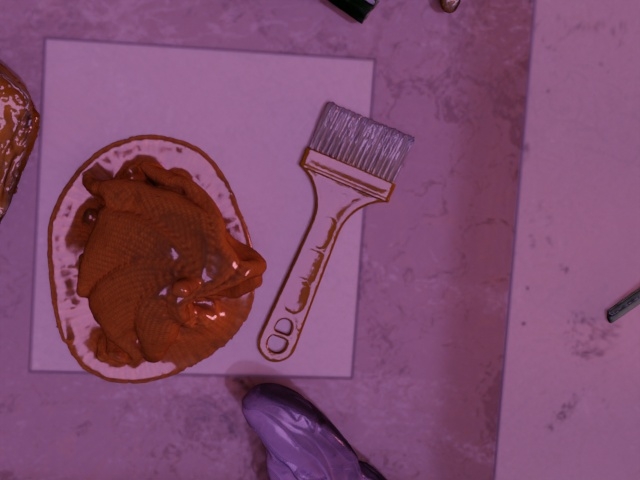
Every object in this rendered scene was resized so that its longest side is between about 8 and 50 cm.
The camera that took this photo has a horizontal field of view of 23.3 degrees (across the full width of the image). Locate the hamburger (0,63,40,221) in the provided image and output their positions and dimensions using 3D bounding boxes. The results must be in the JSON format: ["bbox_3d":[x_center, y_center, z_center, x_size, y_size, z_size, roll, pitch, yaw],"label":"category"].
[{"bbox_3d":[-0.372,-0.091,1.458,0.213,0.108,0.214,-2,100,-12],"label":"hamburger"}]

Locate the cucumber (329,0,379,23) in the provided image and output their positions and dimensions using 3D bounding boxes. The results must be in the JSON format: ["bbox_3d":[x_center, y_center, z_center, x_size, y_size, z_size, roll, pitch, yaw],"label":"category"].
[{"bbox_3d":[0.015,-0.260,1.548,0.105,0.048,0.048,31,91,-12],"label":"cucumber"}]

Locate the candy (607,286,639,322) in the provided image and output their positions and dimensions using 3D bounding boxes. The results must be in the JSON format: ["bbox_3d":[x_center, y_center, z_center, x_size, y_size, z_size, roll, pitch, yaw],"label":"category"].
[{"bbox_3d":[0.449,-0.007,1.674,0.335,0.093,0.092,-34,61,3],"label":"candy"}]

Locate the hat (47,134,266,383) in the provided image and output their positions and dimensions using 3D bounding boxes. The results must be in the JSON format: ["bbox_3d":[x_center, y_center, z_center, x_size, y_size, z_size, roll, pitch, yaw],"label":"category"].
[{"bbox_3d":[-0.152,0.037,1.460,0.233,0.233,0.244,44,87,-13],"label":"hat"}]

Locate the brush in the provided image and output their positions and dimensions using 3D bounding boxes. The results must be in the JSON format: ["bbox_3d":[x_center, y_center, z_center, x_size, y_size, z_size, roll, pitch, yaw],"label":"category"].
[{"bbox_3d":[0.000,0.000,1.600,0.103,0.013,0.272,22,94,-14],"label":"brush"}]

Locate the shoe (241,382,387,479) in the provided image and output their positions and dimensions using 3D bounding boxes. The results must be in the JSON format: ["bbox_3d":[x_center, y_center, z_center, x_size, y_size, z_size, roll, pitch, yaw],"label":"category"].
[{"bbox_3d":[-0.015,0.257,1.594,0.137,0.095,0.245,-45,111,-5],"label":"shoe"}]

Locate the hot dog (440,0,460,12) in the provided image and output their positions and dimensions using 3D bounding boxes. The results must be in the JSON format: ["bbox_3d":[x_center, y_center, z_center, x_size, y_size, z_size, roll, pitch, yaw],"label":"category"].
[{"bbox_3d":[0.136,-0.277,1.579,0.034,0.030,0.090,19,94,-6],"label":"hot dog"}]
